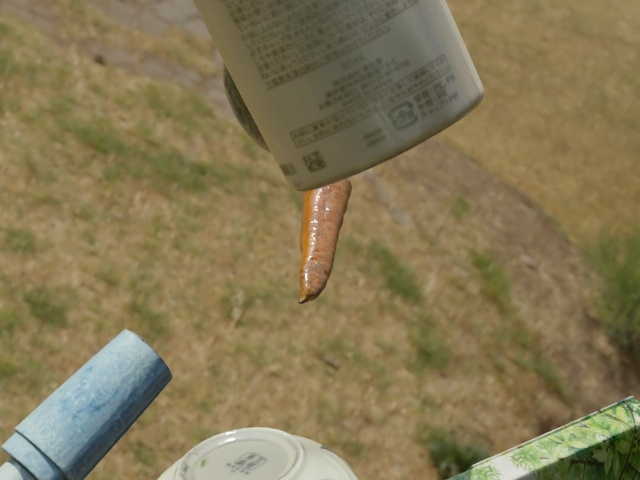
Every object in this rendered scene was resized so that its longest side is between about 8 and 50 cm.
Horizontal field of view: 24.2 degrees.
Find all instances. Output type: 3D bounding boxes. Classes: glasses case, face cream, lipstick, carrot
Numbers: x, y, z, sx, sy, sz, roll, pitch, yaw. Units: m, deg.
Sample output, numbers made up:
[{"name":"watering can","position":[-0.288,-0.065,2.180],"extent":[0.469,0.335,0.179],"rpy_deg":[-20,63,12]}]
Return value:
[{"name":"glasses case","position":[0.205,0.247,1.462],"extent":[0.272,0.095,0.062],"rpy_deg":[-21,26,-12]},{"name":"face cream","position":[-0.021,-0.219,1.116],"extent":[0.349,0.173,0.081],"rpy_deg":[62,2,-19]},{"name":"lipstick","position":[-0.234,0.188,1.202],"extent":[0.068,0.061,0.274],"rpy_deg":[35,70,25]},{"name":"carrot","position":[0.000,0.000,1.665],"extent":[0.057,0.057,0.224],"rpy_deg":[23,35,-11]}]

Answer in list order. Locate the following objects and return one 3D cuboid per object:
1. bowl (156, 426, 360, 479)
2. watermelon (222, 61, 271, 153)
[{"name":"bowl","position":[-0.074,0.292,1.581],"extent":[0.277,0.145,0.277],"rpy_deg":[-9,24,4]},{"name":"watermelon","position":[-0.003,-0.156,1.396],"extent":[0.188,0.188,0.215],"rpy_deg":[31,33,3]}]
